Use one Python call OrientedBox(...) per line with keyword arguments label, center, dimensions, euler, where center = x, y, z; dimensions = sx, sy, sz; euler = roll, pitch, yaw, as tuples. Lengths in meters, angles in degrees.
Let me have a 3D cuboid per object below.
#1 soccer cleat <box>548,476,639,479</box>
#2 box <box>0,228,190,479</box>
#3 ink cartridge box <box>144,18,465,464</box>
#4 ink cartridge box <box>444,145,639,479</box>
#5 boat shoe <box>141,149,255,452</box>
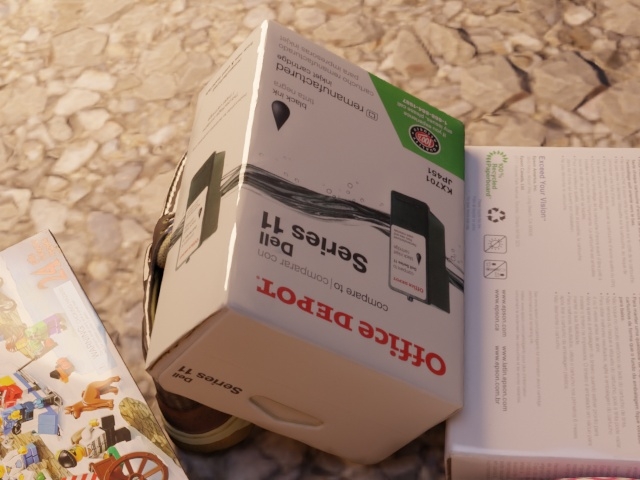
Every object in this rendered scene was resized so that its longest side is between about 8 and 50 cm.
OrientedBox(label="soccer cleat", center=(0.202, 0.148, 0.516), dimensions=(0.331, 0.143, 0.116), euler=(4, 53, 13))
OrientedBox(label="box", center=(-0.180, 0.114, 0.670), dimensions=(0.159, 0.044, 0.233), euler=(-28, 53, -13))
OrientedBox(label="ink cartridge box", center=(0.000, 0.000, 0.659), dimensions=(0.153, 0.087, 0.208), euler=(25, 49, -24))
OrientedBox(label="ink cartridge box", center=(0.185, 0.038, 0.668), dimensions=(0.224, 0.045, 0.223), euler=(0, 52, 9))
OrientedBox(label="boat shoe", center=(-0.067, 0.016, 0.710), dimensions=(0.080, 0.073, 0.223), euler=(-5, 51, 6))
